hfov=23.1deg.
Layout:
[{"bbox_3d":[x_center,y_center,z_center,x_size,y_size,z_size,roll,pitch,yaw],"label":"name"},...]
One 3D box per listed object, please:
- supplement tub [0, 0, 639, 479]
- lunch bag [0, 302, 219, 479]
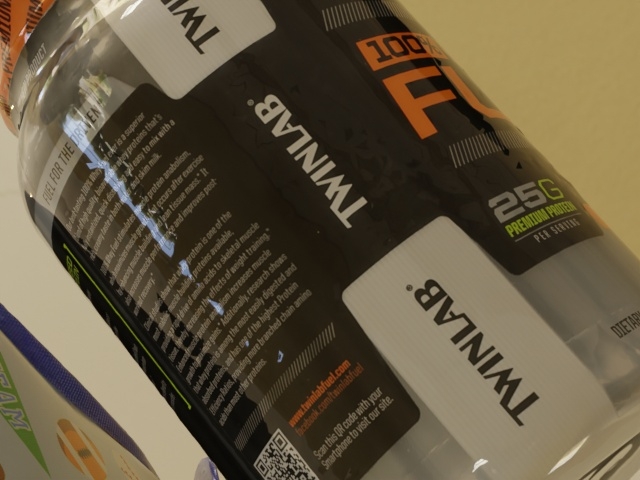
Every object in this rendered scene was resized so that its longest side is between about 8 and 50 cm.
[{"bbox_3d":[0.000,0.000,0.681,0.316,0.193,0.193,49,-144,18],"label":"supplement tub"},{"bbox_3d":[-0.149,0.238,0.794,0.385,0.239,0.328,53,-169,-37],"label":"lunch bag"}]
